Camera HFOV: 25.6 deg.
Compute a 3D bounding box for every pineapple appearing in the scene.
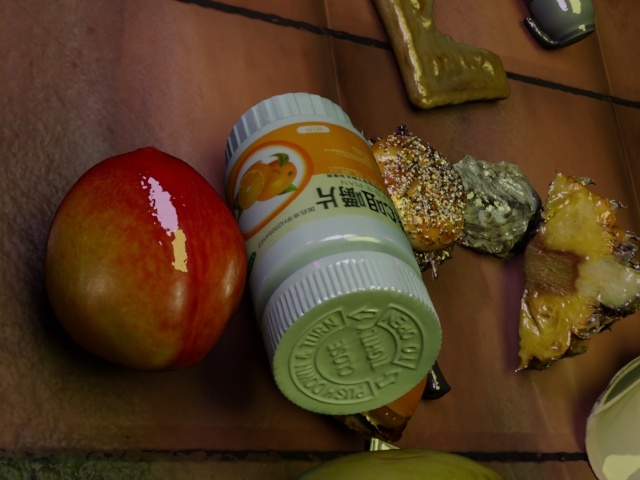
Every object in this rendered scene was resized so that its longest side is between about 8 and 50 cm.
[{"bbox_3d":[0.336,0.050,1.652,0.140,0.164,0.250,37,55,-51],"label":"pineapple"}]

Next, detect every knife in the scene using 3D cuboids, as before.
[{"bbox_3d":[0.101,0.064,1.560,0.060,0.028,0.230,-5,69,-43],"label":"knife"}]

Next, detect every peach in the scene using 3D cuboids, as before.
[{"bbox_3d":[-0.154,0.011,1.261,0.197,0.197,0.197,17,60,-33],"label":"peach"}]

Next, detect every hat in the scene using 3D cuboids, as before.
[{"bbox_3d":[0.420,0.225,1.715,0.226,0.164,0.219,-33,90,-4],"label":"hat"}]

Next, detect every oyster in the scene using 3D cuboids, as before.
[{"bbox_3d":[0.203,-0.045,1.668,0.177,0.064,0.125,-15,76,-44],"label":"oyster"}]

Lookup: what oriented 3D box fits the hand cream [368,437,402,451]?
[{"bbox_3d":[0.139,0.263,1.494,0.216,0.038,0.052,19,35,-26],"label":"hand cream"}]

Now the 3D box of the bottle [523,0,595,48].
[{"bbox_3d":[0.283,-0.378,1.878,0.096,0.079,0.254,-24,85,-5],"label":"bottle"}]

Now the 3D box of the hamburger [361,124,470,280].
[{"bbox_3d":[0.088,-0.051,1.542,0.189,0.093,0.164,48,43,0],"label":"hamburger"}]

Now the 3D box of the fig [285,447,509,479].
[{"bbox_3d":[0.073,0.303,1.296,0.271,0.239,0.239,22,52,7],"label":"fig"}]

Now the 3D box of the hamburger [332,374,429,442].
[{"bbox_3d":[0.036,0.122,1.433,0.166,0.087,0.137,46,47,-15],"label":"hamburger"}]

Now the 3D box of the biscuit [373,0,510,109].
[{"bbox_3d":[0.146,-0.247,1.728,0.174,0.039,0.183,-16,82,-41],"label":"biscuit"}]

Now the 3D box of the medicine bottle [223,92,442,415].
[{"bbox_3d":[0.000,0.000,1.338,0.158,0.158,0.318,23,29,-30],"label":"medicine bottle"}]
